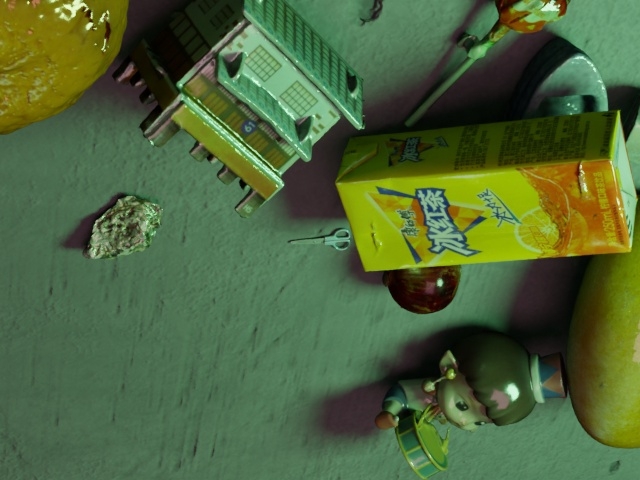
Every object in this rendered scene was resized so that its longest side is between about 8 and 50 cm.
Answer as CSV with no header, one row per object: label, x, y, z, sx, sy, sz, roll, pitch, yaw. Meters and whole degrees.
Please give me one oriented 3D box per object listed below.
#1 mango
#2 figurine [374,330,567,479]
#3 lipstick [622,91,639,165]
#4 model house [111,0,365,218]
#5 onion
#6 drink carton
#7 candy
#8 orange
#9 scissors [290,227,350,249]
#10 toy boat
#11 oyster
mango,0.448,0.123,2.196,0.221,0.199,0.384,-18,119,-38
figurine,0.221,0.224,2.263,0.275,0.158,0.161,-33,137,18
lipstick,0.516,-0.110,2.036,0.252,0.079,0.077,19,135,0
model house,-0.092,-0.179,1.841,0.215,0.198,0.224,-43,124,8
onion,0.138,0.046,2.134,0.118,0.119,0.117,-10,135,-2
drink carton,0.209,-0.061,1.977,0.351,0.111,0.155,-4,127,21
candy,0.198,-0.233,1.943,0.084,0.078,0.288,13,135,-36
orange,-0.370,-0.277,1.646,0.340,0.293,0.340,-12,151,-7
scissors,0.000,0.000,2.134,0.083,0.006,0.036,-3,128,-8
toy boat,0.301,-0.135,2.029,0.127,0.078,0.283,-2,130,-8
oyster,-0.256,-0.013,2.055,0.098,0.037,0.100,5,129,-15
